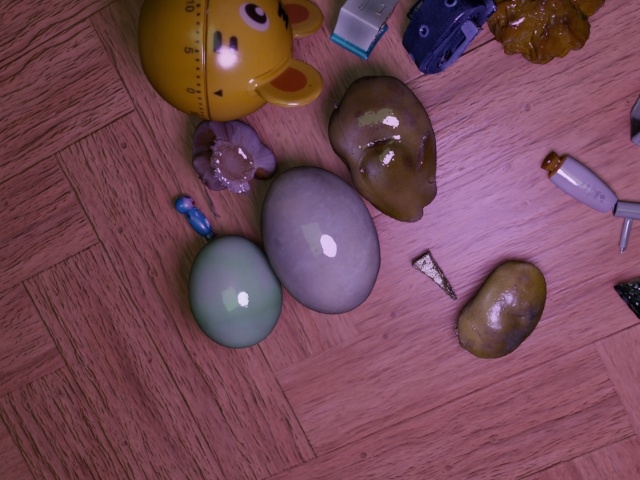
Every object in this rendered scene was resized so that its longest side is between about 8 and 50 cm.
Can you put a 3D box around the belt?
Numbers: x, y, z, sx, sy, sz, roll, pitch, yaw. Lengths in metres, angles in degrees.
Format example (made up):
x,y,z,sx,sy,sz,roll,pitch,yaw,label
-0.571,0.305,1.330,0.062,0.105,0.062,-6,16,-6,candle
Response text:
x,y,z,sx,sy,sz,roll,pitch,yaw,label
0.272,-0.448,1.545,0.128,0.122,0.218,61,145,15,belt

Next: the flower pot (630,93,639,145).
x,y,z,sx,sy,sz,roll,pitch,yaw,label
0.786,-0.273,1.497,0.190,0.239,0.209,26,131,2,flower pot

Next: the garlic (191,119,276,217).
x,y,z,sx,sy,sz,roll,pitch,yaw,label
-0.220,-0.150,1.670,0.207,0.207,0.256,20,108,5,garlic

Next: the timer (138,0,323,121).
x,y,z,sx,sy,sz,roll,pitch,yaw,label
-0.183,-0.431,1.549,0.387,0.376,0.376,3,99,0,timer

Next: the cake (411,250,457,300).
x,y,z,sx,sy,sz,roll,pitch,yaw,label
0.284,0.082,1.704,0.140,0.051,0.055,41,100,-2,cake

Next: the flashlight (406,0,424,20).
x,y,z,sx,sy,sz,roll,pitch,yaw,label
0.244,-0.549,1.619,0.057,0.035,0.121,45,102,-1,flashlight

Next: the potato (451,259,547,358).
x,y,z,sx,sy,sz,roll,pitch,yaw,label
0.422,0.160,1.654,0.169,0.143,0.248,26,99,-35,potato

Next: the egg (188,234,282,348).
x,y,z,sx,sy,sz,roll,pitch,yaw,label
-0.201,0.121,1.692,0.220,0.220,0.269,-8,89,9,egg

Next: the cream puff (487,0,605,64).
x,y,z,sx,sy,sz,roll,pitch,yaw,label
0.476,-0.503,1.532,0.244,0.196,0.244,-6,110,-18,cream puff

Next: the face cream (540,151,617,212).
x,y,z,sx,sy,sz,roll,pitch,yaw,label
0.587,-0.133,1.627,0.182,0.051,0.072,35,103,0,face cream

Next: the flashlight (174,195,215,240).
x,y,z,sx,sy,sz,roll,pitch,yaw,label
-0.310,-0.055,1.771,0.051,0.051,0.129,-34,99,12,flashlight

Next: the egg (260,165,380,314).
x,y,z,sx,sy,sz,roll,pitch,yaw,label
0.000,0.000,1.627,0.258,0.258,0.352,-16,101,10,egg

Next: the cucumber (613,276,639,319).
x,y,z,sx,sy,sz,roll,pitch,yaw,label
0.779,0.181,1.638,0.077,0.077,0.265,-40,92,12,cucumber

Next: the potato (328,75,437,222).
x,y,z,sx,sy,sz,roll,pitch,yaw,label
0.153,-0.200,1.611,0.218,0.202,0.351,-28,107,0,potato

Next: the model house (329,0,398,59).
x,y,z,sx,sy,sz,roll,pitch,yaw,label
0.092,-0.479,1.609,0.100,0.149,0.127,32,59,1,model house

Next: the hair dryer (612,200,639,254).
x,y,z,sx,sy,sz,roll,pitch,yaw,label
0.696,-0.028,1.641,0.063,0.038,0.124,8,107,8,hair dryer
